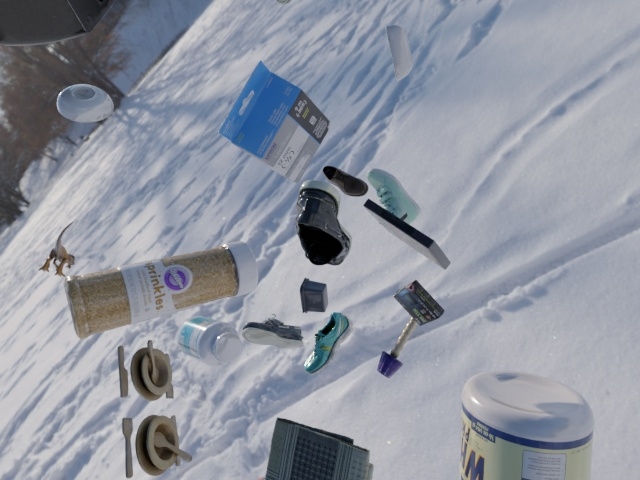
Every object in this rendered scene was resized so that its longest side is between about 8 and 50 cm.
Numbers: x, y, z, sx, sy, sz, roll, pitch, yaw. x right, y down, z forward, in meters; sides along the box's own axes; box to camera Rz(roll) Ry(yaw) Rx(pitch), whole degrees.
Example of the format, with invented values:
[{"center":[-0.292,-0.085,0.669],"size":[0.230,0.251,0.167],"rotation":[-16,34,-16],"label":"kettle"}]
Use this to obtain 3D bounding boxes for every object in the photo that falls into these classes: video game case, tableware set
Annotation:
[{"center":[0.281,-0.016,1.280],"size":[0.248,0.275,0.035],"rotation":[38,93,31],"label":"video game case"},{"center":[-0.254,0.260,0.637],"size":[0.039,0.128,0.194],"rotation":[-21,65,8],"label":"tableware set"}]

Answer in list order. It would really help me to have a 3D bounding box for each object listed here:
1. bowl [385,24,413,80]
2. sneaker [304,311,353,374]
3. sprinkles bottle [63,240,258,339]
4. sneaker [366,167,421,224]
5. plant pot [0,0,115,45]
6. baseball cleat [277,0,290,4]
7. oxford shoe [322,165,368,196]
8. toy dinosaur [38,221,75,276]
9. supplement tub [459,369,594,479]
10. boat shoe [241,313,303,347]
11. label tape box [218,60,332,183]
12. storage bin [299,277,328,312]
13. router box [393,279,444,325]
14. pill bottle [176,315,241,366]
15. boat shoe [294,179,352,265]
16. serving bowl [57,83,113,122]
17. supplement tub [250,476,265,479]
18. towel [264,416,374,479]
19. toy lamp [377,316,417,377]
[{"center":[0.219,-0.517,1.104],"size":[0.053,0.142,0.142],"rotation":[-12,18,17],"label":"bowl"},{"center":[0.012,0.403,1.604],"size":[0.275,0.110,0.107],"rotation":[-57,33,-2],"label":"sneaker"},{"center":[-0.309,0.092,0.825],"size":[0.121,0.355,0.121],"rotation":[24,120,50],"label":"sprinkles bottle"},{"center":[0.242,-0.145,1.485],"size":[0.151,0.256,0.094],"rotation":[-46,0,-27],"label":"sneaker"},{"center":[-0.428,-0.424,0.615],"size":[0.166,0.188,0.188],"rotation":[13,64,8],"label":"plant pot"},{"center":[-0.076,-0.668,0.959],"size":[0.072,0.206,0.109],"rotation":[5,16,17],"label":"baseball cleat"},{"center":[0.094,-0.243,1.652],"size":[0.227,0.096,0.083],"rotation":[28,91,31],"label":"oxford shoe"},{"center":[-0.725,0.034,1.114],"size":[0.211,0.064,0.112],"rotation":[137,142,-55],"label":"toy dinosaur"},{"center":[0.404,0.458,0.811],"size":[0.235,0.235,0.325],"rotation":[6,98,53],"label":"supplement tub"},{"center":[-0.147,0.289,1.287],"size":[0.095,0.254,0.079],"rotation":[-28,54,35],"label":"boat shoe"},{"center":[-0.129,-0.361,1.297],"size":[0.115,0.347,0.249],"rotation":[32,94,26],"label":"label tape box"},{"center":[-0.019,0.217,1.573],"size":[0.091,0.135,0.098],"rotation":[6,32,16],"label":"storage bin"},{"center":[0.282,0.181,1.164],"size":[0.038,0.122,0.092],"rotation":[-40,-5,-32],"label":"router box"},{"center":[-0.371,0.341,1.365],"size":[0.264,0.146,0.146],"rotation":[-2,55,49],"label":"pill bottle"},{"center":[0.004,0.000,0.951],"size":[0.127,0.340,0.113],"rotation":[12,64,9],"label":"boat shoe"},{"center":[-0.389,-0.232,0.665],"size":[0.027,0.083,0.083],"rotation":[113,169,-50],"label":"serving bowl"},{"center":[-0.126,0.907,1.363],"size":[0.338,0.207,0.207],"rotation":[-32,36,35],"label":"supplement tub"},{"center":[-0.015,0.706,1.162],"size":[0.312,0.056,0.325],"rotation":[9,88,24],"label":"towel"},{"center":[0.277,0.322,1.326],"size":[0.275,0.080,0.080],"rotation":[-57,32,-6],"label":"toy lamp"}]
